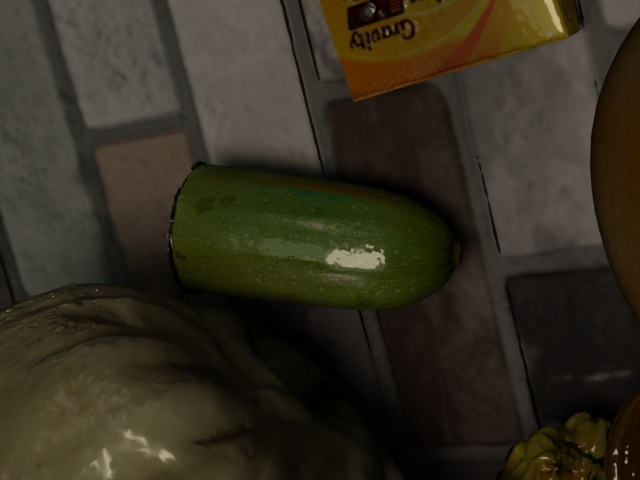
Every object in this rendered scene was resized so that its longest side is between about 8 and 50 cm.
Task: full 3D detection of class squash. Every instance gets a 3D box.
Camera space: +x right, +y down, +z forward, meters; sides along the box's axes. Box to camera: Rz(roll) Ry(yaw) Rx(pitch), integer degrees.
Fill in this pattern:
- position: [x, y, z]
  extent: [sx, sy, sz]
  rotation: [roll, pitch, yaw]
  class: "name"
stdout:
- position: [0.000, 0.000, 0.977]
  extent: [0.188, 0.095, 0.095]
  rotation: [5, 110, 23]
  class: "squash"

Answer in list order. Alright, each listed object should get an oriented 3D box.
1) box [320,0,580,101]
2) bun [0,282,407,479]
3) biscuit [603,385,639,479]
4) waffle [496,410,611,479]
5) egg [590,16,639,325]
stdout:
- position: [0.047, -0.232, 0.894]
  extent: [0.152, 0.043, 0.269]
  rotation: [-13, 102, 31]
  class: "box"
- position: [-0.066, 0.168, 0.956]
  extent: [0.211, 0.360, 0.359]
  rotation: [-40, 87, 6]
  class: "bun"
- position: [0.251, 0.158, 0.911]
  extent: [0.124, 0.026, 0.175]
  rotation: [-45, 90, -5]
  class: "biscuit"
- position: [0.159, 0.243, 0.904]
  extent: [0.059, 0.238, 0.243]
  rotation: [-29, 89, 54]
  class: "waffle"
- position: [0.300, -0.012, 0.703]
  extent: [0.351, 0.282, 0.282]
  rotation: [29, 119, 13]
  class: "egg"
